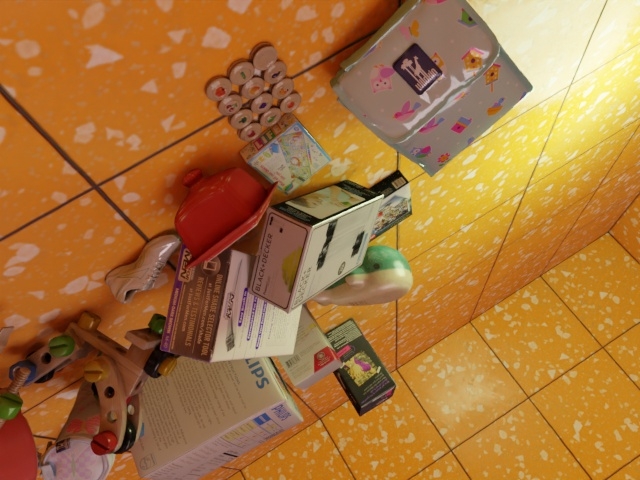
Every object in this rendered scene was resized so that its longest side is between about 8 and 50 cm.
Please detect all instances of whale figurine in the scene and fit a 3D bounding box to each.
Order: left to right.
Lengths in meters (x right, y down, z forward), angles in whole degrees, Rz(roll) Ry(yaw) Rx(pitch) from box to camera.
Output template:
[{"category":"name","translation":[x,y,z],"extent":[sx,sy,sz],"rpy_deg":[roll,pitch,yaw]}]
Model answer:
[{"category":"whale figurine","translation":[0.101,0.096,1.442],"extent":[0.272,0.141,0.216],"rpy_deg":[-14,159,16]}]

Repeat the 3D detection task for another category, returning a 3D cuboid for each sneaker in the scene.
[{"category":"sneaker","translation":[-0.288,0.049,0.925],"extent":[0.152,0.061,0.054],"rpy_deg":[-39,153,6]}]

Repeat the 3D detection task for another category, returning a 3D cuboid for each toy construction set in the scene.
[{"category":"toy construction set","translation":[-0.392,0.193,0.924],"extent":[0.237,0.257,0.309],"rpy_deg":[-56,144,5]}]

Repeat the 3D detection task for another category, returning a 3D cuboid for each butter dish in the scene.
[{"category":"butter dish","translation":[-0.161,-0.057,0.835],"extent":[0.160,0.118,0.160],"rpy_deg":[-36,-165,20]}]

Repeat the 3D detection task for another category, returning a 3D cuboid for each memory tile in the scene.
[{"category":"memory tile","translation":[-0.089,-0.203,0.773],"extent":[0.113,0.012,0.148],"rpy_deg":[-35,155,2]}]

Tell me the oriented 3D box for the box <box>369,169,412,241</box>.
[{"category":"box","translation":[0.098,-0.046,1.244],"extent":[0.233,0.044,0.159],"rpy_deg":[-33,155,-3]}]

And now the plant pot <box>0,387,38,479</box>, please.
[{"category":"plant pot","translation":[-0.625,0.373,0.891],"extent":[0.243,0.275,0.275],"rpy_deg":[-18,152,-52]}]

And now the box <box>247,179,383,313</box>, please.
[{"category":"box","translation":[0.000,0.000,1.005],"extent":[0.290,0.087,0.169],"rpy_deg":[-25,136,-58]}]

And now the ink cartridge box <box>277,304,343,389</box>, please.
[{"category":"ink cartridge box","translation":[-0.046,0.279,1.443],"extent":[0.128,0.176,0.127],"rpy_deg":[-33,158,-1]}]

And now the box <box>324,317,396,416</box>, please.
[{"category":"box","translation":[0.120,0.425,1.847],"extent":[0.143,0.270,0.165],"rpy_deg":[-28,155,-12]}]

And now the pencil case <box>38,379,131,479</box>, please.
[{"category":"pencil case","translation":[-0.445,0.363,1.072],"extent":[0.124,0.113,0.273],"rpy_deg":[-23,-164,-1]}]

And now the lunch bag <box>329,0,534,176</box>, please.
[{"category":"lunch bag","translation":[0.164,-0.247,0.839],"extent":[0.223,0.160,0.262],"rpy_deg":[-41,144,21]}]

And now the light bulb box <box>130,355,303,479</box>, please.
[{"category":"light bulb box","translation":[-0.268,0.430,1.416],"extent":[0.361,0.225,0.358],"rpy_deg":[-27,155,-8]}]

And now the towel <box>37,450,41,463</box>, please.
[{"category":"towel","translation":[-0.742,0.495,1.184],"extent":[0.187,0.049,0.282],"rpy_deg":[-27,154,-15]}]

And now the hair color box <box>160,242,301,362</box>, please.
[{"category":"hair color box","translation":[-0.144,0.123,1.038],"extent":[0.339,0.110,0.185],"rpy_deg":[27,72,-69]}]

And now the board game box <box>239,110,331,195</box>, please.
[{"category":"board game box","translation":[-0.053,-0.140,0.912],"extent":[0.103,0.026,0.154],"rpy_deg":[-38,155,7]}]

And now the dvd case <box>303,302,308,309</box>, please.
[{"category":"dvd case","translation":[-0.123,0.186,1.417],"extent":[0.180,0.022,0.253],"rpy_deg":[-30,155,-9]}]
